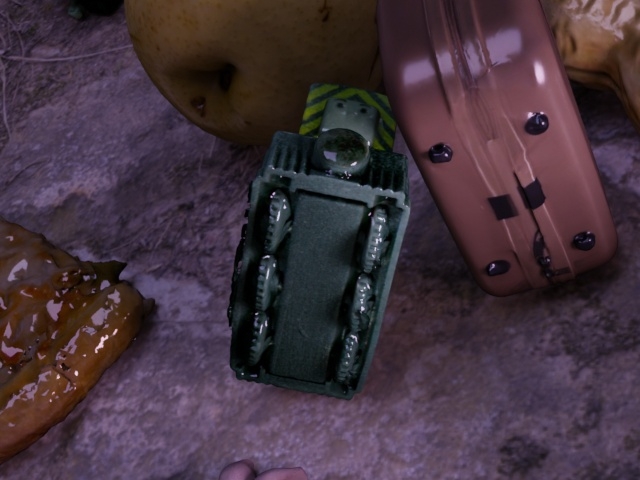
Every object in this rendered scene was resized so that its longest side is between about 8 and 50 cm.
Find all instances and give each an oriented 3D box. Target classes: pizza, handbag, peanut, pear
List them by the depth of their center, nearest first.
[{"bbox_3d":[0.156,-0.129,1.199,0.149,0.302,0.283,-21,43,13],"label":"handbag"},{"bbox_3d":[0.304,-0.187,1.264,0.147,0.147,0.305,-42,53,-3],"label":"peanut"},{"bbox_3d":[-0.058,-0.260,1.422,0.309,0.309,0.309,-16,51,20],"label":"pear"},{"bbox_3d":[-0.368,0.122,1.470,0.392,0.080,0.435,-6,56,27],"label":"pizza"}]

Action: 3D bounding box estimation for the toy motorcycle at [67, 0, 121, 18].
[{"bbox_3d":[-0.276,-0.461,1.820,0.196,0.125,0.331,6,57,35],"label":"toy motorcycle"}]

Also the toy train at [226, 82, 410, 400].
[{"bbox_3d":[0.000,0.000,1.193,0.138,0.330,0.178,12,49,0],"label":"toy train"}]

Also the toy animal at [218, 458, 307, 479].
[{"bbox_3d":[-0.085,0.271,1.168,0.124,0.124,0.212,-11,49,24],"label":"toy animal"}]
